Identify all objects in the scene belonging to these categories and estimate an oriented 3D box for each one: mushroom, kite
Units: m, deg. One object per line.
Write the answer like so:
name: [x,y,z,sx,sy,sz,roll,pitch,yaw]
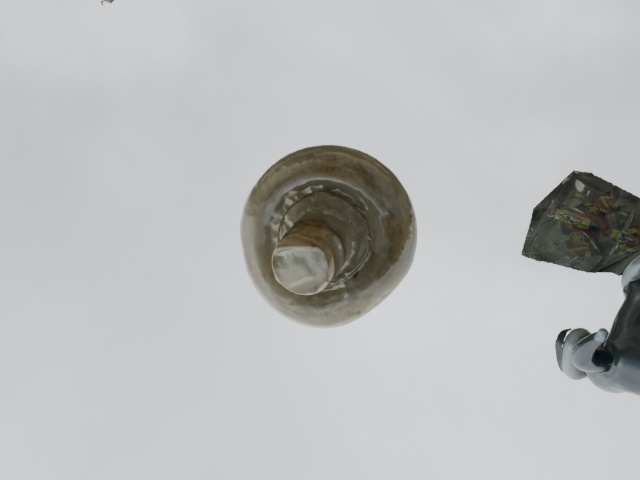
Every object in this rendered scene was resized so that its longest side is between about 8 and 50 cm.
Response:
mushroom: [-0.007,-0.001,1.929,0.206,0.206,0.209,24,-153,39]
kite: [0.332,0.000,1.771,0.245,0.015,0.141,18,-125,25]

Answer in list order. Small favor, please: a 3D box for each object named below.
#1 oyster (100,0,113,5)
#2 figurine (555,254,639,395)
oyster: [-0.179,-0.266,1.555,0.061,0.106,0.200,-54,-154,-11]
figurine: [0.291,0.080,1.363,0.265,0.193,0.140,6,-166,37]
